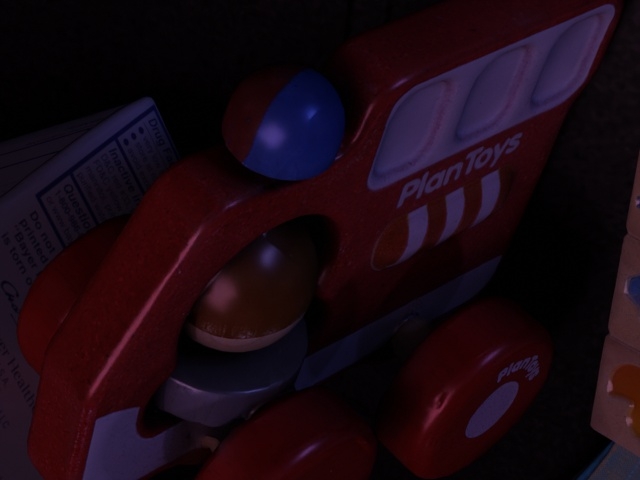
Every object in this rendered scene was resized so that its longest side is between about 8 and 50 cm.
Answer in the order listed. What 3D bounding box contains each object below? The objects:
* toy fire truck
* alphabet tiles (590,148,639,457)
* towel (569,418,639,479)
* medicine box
[{"bbox_3d":[0.000,0.000,0.846,0.169,0.302,0.254,44,137,27],"label":"toy fire truck"},{"bbox_3d":[0.245,0.049,0.810,0.285,0.011,0.342,31,124,43],"label":"alphabet tiles"},{"bbox_3d":[0.273,0.258,1.012,0.370,0.040,0.271,37,131,2],"label":"towel"},{"bbox_3d":[-0.234,0.063,1.012,0.263,0.289,0.149,-12,110,35],"label":"medicine box"}]
